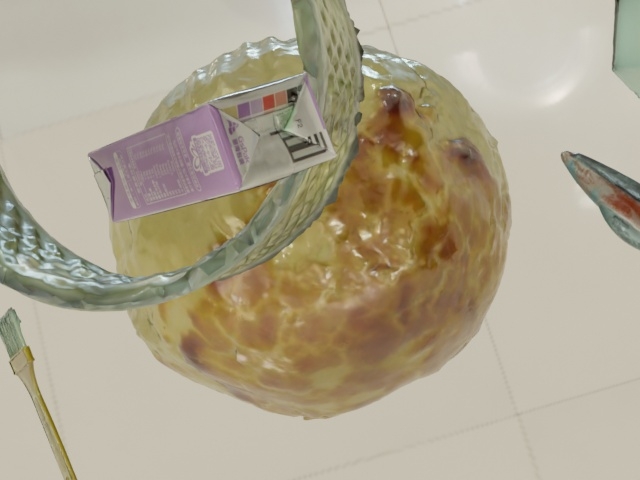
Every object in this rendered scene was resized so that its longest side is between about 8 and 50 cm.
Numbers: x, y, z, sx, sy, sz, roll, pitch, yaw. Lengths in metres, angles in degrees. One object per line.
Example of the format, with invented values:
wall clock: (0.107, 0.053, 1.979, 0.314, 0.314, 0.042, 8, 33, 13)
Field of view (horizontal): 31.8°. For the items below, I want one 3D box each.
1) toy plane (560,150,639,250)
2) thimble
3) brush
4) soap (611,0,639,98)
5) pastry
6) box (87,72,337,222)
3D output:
toy plane: (0.333, 0.017, 0.893, 0.104, 0.223, 0.326, -43, 73, -6)
thimble: (-0.114, -0.092, 0.676, 0.271, 0.150, 0.271, 1, 96, 9)
brush: (-0.287, 0.175, 1.155, 0.010, 0.082, 0.218, -20, 82, -29)
soap: (0.277, -0.199, 0.744, 0.091, 0.145, 0.230, 6, 70, 47)
pastry: (0.000, 0.000, 1.057, 0.388, 0.388, 0.312, -20, 51, -1)
box: (-0.048, -0.035, 0.459, 0.050, 0.117, 0.036, -21, 97, -35)
